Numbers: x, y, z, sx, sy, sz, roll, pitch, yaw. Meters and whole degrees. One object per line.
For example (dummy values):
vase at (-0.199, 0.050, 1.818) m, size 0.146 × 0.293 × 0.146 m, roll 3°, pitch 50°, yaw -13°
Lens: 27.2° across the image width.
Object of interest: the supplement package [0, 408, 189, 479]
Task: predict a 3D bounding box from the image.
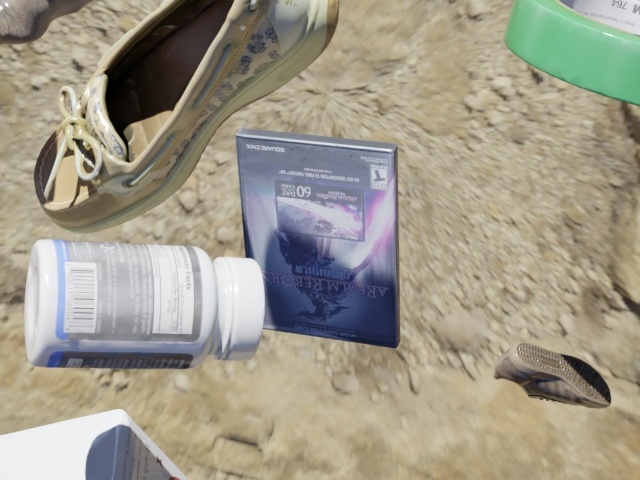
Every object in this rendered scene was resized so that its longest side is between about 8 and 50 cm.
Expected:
supplement package at (-0.168, 0.267, 0.963) m, size 0.149 × 0.194 × 0.203 m, roll -14°, pitch 137°, yaw 18°

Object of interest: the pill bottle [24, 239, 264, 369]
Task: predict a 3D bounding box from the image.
pill bottle at (-0.108, 0.040, 0.811) m, size 0.137 × 0.078 × 0.078 m, roll 3°, pitch 97°, yaw -20°

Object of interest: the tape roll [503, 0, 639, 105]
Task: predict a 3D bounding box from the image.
tape roll at (0.398, -0.252, 1.698) m, size 0.321 × 0.321 × 0.077 m, roll 14°, pitch 114°, yaw -1°

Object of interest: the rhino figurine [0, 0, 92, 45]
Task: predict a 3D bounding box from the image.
rhino figurine at (-0.358, -0.290, 1.573) m, size 0.106 × 0.073 × 0.243 m, roll 54°, pitch 51°, yaw -11°

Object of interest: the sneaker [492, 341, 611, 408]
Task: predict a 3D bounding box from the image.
sneaker at (0.340, 0.205, 1.946) m, size 0.188 × 0.066 × 0.071 m, roll 27°, pitch 136°, yaw -20°

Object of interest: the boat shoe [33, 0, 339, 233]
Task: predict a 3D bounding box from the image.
boat shoe at (-0.116, -0.104, 0.899) m, size 0.285 × 0.089 × 0.104 m, roll -39°, pitch 65°, yaw 29°

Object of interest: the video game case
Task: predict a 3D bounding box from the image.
video game case at (0.000, 0.000, 1.607) m, size 0.196 × 0.026 × 0.274 m, roll 7°, pitch 120°, yaw 17°
